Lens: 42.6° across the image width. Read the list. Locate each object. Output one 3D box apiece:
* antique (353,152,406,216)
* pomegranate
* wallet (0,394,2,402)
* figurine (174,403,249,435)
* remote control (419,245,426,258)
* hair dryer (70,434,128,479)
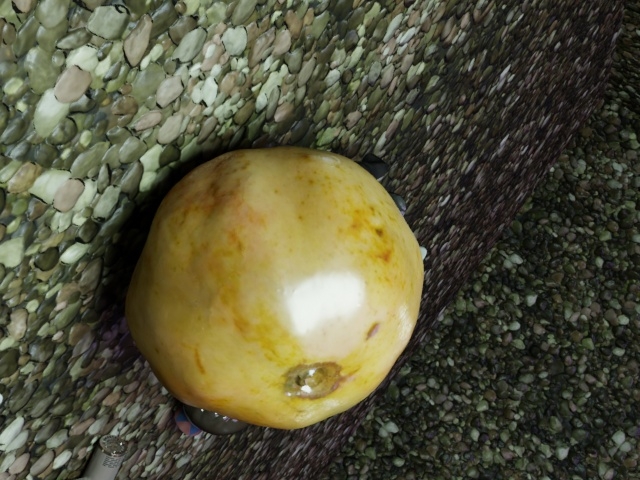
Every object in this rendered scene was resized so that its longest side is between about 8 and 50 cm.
[{"bbox_3d":[0.000,0.000,1.431,0.322,0.185,0.255,-58,161,21],"label":"antique"},{"bbox_3d":[-0.058,0.052,1.140,0.411,0.411,0.411,-45,157,-25],"label":"pomegranate"},{"bbox_3d":[-0.448,0.193,0.962,0.095,0.033,0.190,-50,158,-9],"label":"wallet"},{"bbox_3d":[-0.179,0.265,1.512,0.158,0.161,0.275,-2,127,-36],"label":"figurine"},{"bbox_3d":[0.084,0.085,1.484,0.109,0.055,0.313,-43,172,39],"label":"remote control"},{"bbox_3d":[-0.430,0.432,1.339,0.220,0.054,0.195,-10,131,-61],"label":"hair dryer"}]
